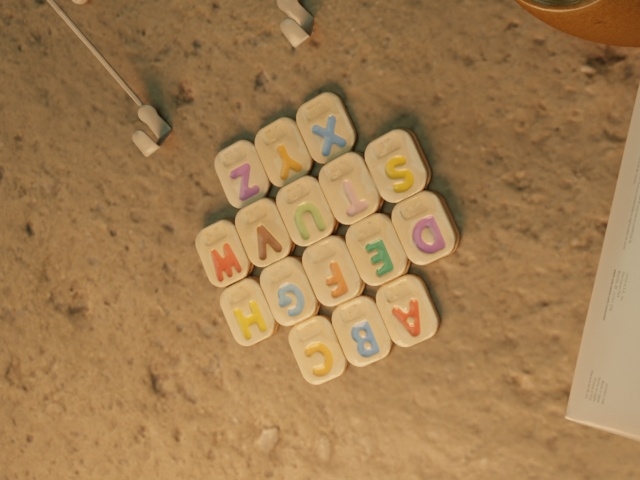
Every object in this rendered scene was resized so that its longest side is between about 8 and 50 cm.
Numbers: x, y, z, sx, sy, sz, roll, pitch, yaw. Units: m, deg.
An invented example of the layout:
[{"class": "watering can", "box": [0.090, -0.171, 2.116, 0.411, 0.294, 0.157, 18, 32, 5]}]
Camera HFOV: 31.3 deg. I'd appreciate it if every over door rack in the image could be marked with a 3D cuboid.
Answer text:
[{"class": "over door rack", "box": [-0.181, -0.289, 1.230, 0.239, 0.108, 0.324, -34, 94, 25]}]

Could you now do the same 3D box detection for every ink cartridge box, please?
[{"class": "ink cartridge box", "box": [0.379, 0.031, 0.954, 0.272, 0.130, 0.309, 15, 101, 23]}]

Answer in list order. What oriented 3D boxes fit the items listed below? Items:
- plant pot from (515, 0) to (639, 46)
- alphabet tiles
[{"class": "plant pot", "box": [0.233, -0.257, 0.908, 0.237, 0.254, 0.237, 10, 111, 28]}, {"class": "alphabet tiles", "box": [0.000, 0.000, 1.200, 0.284, 0.021, 0.278, -26, 83, 25]}]
